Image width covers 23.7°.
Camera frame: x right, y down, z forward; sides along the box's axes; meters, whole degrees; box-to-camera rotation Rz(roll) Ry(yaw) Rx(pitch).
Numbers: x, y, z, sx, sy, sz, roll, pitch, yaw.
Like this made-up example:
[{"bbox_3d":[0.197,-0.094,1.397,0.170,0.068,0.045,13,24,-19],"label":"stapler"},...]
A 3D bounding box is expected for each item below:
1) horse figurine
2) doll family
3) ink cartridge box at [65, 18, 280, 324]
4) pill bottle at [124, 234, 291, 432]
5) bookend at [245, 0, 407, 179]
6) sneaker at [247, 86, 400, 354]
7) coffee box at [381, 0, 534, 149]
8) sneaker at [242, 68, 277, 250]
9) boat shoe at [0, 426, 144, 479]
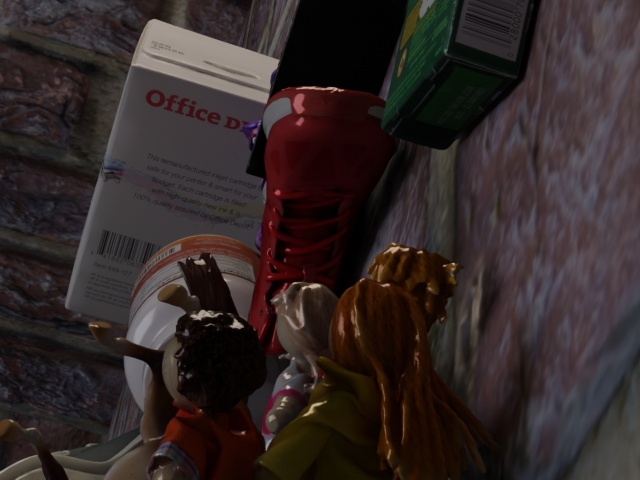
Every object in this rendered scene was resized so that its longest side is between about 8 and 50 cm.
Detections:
[{"bbox_3d":[-0.113,0.134,0.921,0.263,0.066,0.174,-51,-45,-24],"label":"horse figurine"},{"bbox_3d":[0.012,0.083,0.603,0.263,0.118,0.163,-11,-68,-79],"label":"doll family"},{"bbox_3d":[-0.111,-0.051,1.362,0.168,0.171,0.233,-96,24,-68],"label":"ink cartridge box"},{"bbox_3d":[-0.079,0.074,1.091,0.216,0.121,0.121,-114,41,-77],"label":"pill bottle"},{"bbox_3d":[0.002,-0.134,1.120,0.157,0.072,0.156,-95,22,-69],"label":"bookend"},{"bbox_3d":[0.000,0.000,0.917,0.221,0.087,0.128,93,-178,-72],"label":"sneaker"},{"bbox_3d":[0.079,-0.148,0.741,0.113,0.040,0.184,132,153,-70],"label":"coffee box"},{"bbox_3d":[-0.032,-0.062,1.209,0.068,0.071,0.170,120,163,-60],"label":"sneaker"},{"bbox_3d":[-0.174,0.201,1.060,0.099,0.116,0.319,-27,-3,31],"label":"boat shoe"}]
